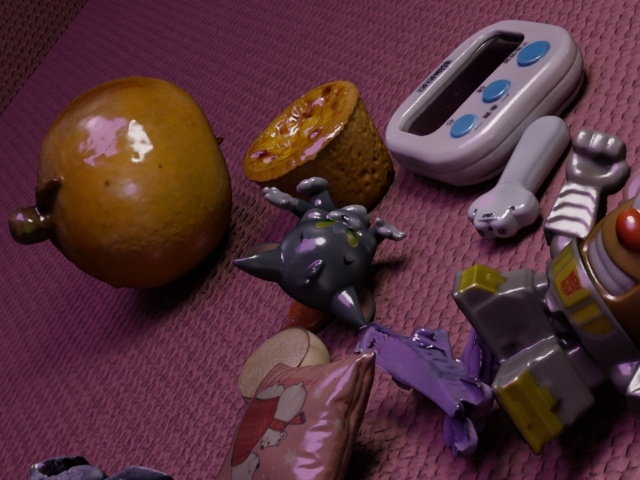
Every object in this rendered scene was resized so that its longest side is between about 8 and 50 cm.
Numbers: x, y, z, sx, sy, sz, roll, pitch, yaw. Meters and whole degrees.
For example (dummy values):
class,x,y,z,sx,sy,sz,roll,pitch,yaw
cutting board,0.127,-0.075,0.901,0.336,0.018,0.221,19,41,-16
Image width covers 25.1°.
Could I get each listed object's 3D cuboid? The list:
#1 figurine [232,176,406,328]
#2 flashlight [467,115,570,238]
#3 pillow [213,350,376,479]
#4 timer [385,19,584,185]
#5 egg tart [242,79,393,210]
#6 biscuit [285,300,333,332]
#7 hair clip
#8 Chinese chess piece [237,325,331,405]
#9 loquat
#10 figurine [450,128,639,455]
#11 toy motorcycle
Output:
class,x,y,z,sx,sy,sz,roll,pitch,yaw
figurine,-0.002,0.003,1.856,0.140,0.193,0.265,-61,5,8
flashlight,0.249,-0.076,1.754,0.093,0.047,0.200,-5,40,43
pillow,-0.035,0.228,1.591,0.236,0.084,0.223,-12,51,56
timer,0.221,-0.183,1.918,0.262,0.087,0.237,-46,26,-10
egg tart,0.009,-0.110,2.029,0.202,0.147,0.203,-33,25,17
biscuit,-0.013,0.095,1.886,0.078,0.015,0.091,-42,25,2
hair clip,0.130,0.139,1.497,0.278,0.090,0.137,34,106,65
Chinese chess piece,-0.044,0.164,1.778,0.122,0.051,0.122,-32,29,20
loquat,-0.302,-0.075,2.191,0.359,0.328,0.328,-24,18,-23
figurine,0.285,0.047,1.355,0.285,0.343,0.167,-31,-18,17
toy motorcycle,-0.314,0.343,1.811,0.307,0.108,0.173,-8,35,46
